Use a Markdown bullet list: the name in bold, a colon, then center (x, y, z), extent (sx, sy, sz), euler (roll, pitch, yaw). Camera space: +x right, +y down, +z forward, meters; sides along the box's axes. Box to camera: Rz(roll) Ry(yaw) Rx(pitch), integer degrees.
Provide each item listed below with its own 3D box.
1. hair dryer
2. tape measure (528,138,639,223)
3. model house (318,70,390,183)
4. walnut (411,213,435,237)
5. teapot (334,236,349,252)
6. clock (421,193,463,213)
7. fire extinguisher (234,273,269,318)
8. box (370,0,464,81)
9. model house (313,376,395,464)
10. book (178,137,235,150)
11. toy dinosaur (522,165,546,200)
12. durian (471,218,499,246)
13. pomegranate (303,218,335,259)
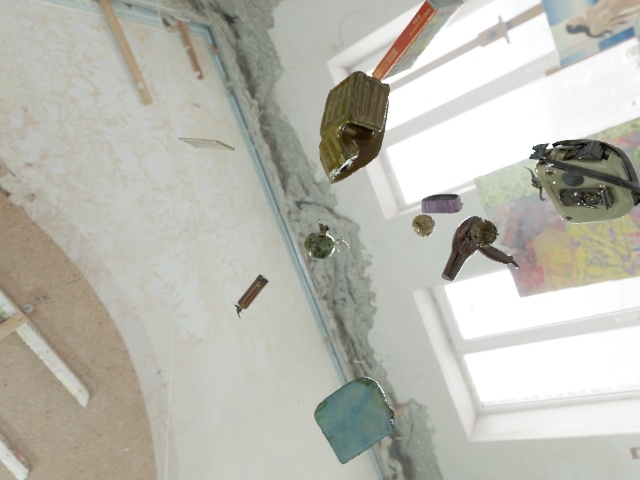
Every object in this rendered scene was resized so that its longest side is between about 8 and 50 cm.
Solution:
- **hair dryer**: center (0.724, 0.086, 1.907), extent (0.340, 0.123, 0.313), euler (27, -101, -7)
- **tape measure**: center (0.752, -0.173, 1.209), extent (0.271, 0.231, 0.133), euler (51, -117, -18)
- **model house**: center (0.087, -0.289, 1.106), extent (0.239, 0.173, 0.268), euler (67, -148, -86)
- **walnut**: center (0.367, -0.053, 1.532), extent (0.096, 0.082, 0.079), euler (20, -88, -46)
- **teapot**: center (0.090, 0.022, 2.056), extent (0.064, 0.083, 0.064), euler (64, -162, -12)
- **clock**: center (0.463, -0.144, 1.638), extent (0.110, 0.152, 0.050), euler (-36, -60, -47)
- **fire extinguisher**: center (-0.261, 0.208, 1.615), extent (0.062, 0.177, 0.050), euler (37, 176, 15)
- **box**: center (0.309, -0.642, 1.375), extent (0.048, 0.273, 0.265), euler (47, -135, 4)
- **model house**: center (0.135, 0.643, 1.626), extent (0.226, 0.261, 0.241), euler (57, 179, 13)
- **book**: center (-0.419, -0.357, 1.598), extent (0.118, 0.172, 0.012), euler (9, -90, -67)
- **toy dinosaur**: center (0.788, -0.217, 1.556), extent (0.037, 0.058, 0.180), euler (41, -148, -32)
- **durian**: center (0.483, -0.020, 1.277), extent (0.091, 0.080, 0.080), euler (-44, -64, -20)
- **pomegranate**: center (0.000, 0.000, 1.631), extent (0.122, 0.122, 0.162), euler (-19, -56, -60)
